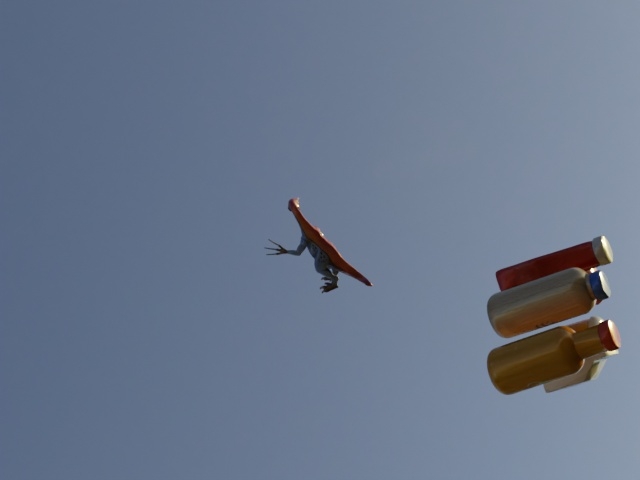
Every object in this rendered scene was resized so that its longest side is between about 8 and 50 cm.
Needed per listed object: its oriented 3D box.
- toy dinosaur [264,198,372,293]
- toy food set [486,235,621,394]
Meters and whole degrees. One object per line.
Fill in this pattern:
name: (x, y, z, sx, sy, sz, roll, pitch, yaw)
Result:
toy dinosaur: (0.000, 0.000, 1.313, 0.047, 0.090, 0.082, -57, -43, -58)
toy food set: (0.220, 0.062, 1.261, 0.104, 0.111, 0.232, -21, -11, 26)
